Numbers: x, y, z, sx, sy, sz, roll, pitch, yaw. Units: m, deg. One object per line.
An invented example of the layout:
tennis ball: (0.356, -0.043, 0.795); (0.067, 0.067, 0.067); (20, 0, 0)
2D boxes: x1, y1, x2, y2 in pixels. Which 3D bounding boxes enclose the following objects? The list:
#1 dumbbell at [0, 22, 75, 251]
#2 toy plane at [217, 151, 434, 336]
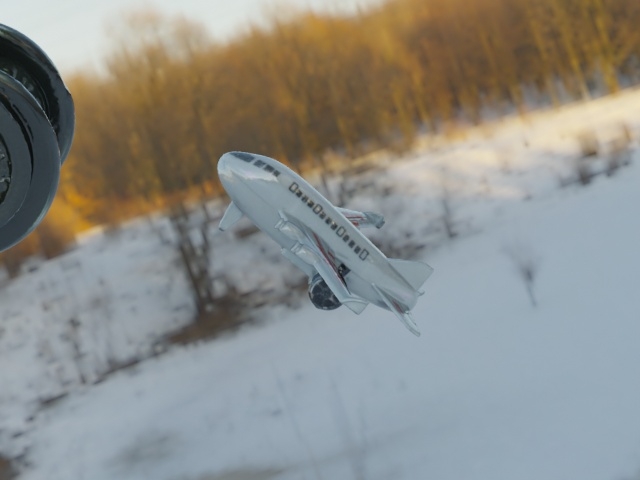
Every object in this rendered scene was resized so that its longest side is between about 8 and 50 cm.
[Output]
dumbbell: (-0.326, -0.094, 1.507); (0.192, 0.192, 0.290); (-20, 21, 3)
toy plane: (0.000, 0.000, 1.104); (0.065, 0.171, 0.162); (-58, 6, 20)
